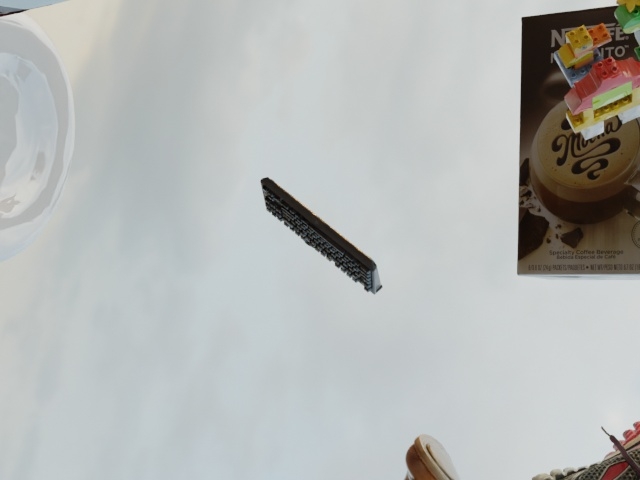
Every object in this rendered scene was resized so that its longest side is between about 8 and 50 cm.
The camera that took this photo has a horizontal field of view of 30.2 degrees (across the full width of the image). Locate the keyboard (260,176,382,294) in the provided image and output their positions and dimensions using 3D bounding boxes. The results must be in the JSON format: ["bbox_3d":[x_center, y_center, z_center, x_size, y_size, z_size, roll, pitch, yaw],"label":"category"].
[{"bbox_3d":[0.000,0.000,1.414,0.023,0.180,0.108,-46,159,-11],"label":"keyboard"}]

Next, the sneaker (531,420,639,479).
[{"bbox_3d":[0.293,0.268,1.184,0.299,0.121,0.112,-34,-171,-13],"label":"sneaker"}]

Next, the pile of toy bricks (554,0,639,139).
[{"bbox_3d":[0.266,-0.174,0.877,0.105,0.212,0.118,58,8,-64],"label":"pile of toy bricks"}]

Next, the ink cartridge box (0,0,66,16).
[{"bbox_3d":[-0.177,-0.217,0.540,0.309,0.271,0.130,17,65,-70],"label":"ink cartridge box"}]

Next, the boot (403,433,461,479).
[{"bbox_3d":[0.068,0.267,1.113,0.152,0.197,0.073,-25,-132,2],"label":"boot"}]

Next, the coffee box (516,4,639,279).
[{"bbox_3d":[0.321,-0.105,1.341,0.168,0.119,0.297,-2,-96,32],"label":"coffee box"}]

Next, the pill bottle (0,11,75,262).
[{"bbox_3d":[-0.446,-0.108,1.061,0.407,0.229,0.229,6,-103,24],"label":"pill bottle"}]
